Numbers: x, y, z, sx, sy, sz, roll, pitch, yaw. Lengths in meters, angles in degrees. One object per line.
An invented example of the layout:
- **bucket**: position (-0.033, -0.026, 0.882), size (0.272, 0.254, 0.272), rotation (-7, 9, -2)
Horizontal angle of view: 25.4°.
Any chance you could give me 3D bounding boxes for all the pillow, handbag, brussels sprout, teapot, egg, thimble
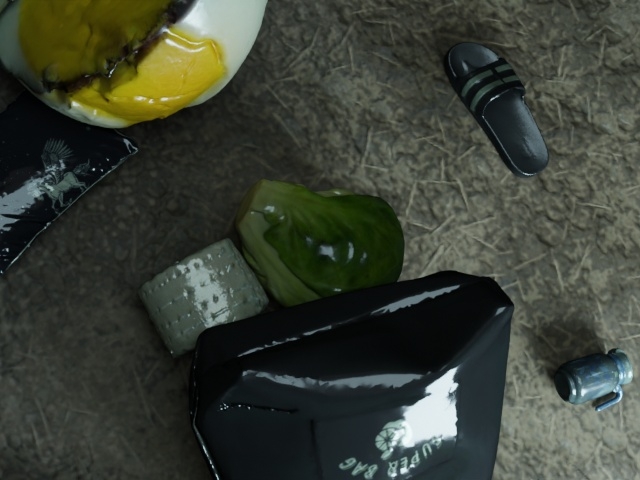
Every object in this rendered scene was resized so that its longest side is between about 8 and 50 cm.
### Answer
- **pillow**: position (-0.308, -0.073, 1.476), size (0.141, 0.055, 0.208), rotation (41, 69, 5)
- **handbag**: position (0.041, 0.202, 1.436), size (0.342, 0.152, 0.288), rotation (-13, 115, -17)
- **brussels sprout**: position (0.001, 0.008, 1.501), size (0.183, 0.131, 0.145), rotation (2, 71, -19)
- **teapot**: position (0.310, 0.160, 1.596), size (0.083, 0.049, 0.063), rotation (-15, 81, -19)
- **egg**: position (-0.166, -0.263, 1.469), size (0.201, 0.337, 0.337), rotation (31, 64, -51)
- **thimble**: position (-0.121, 0.061, 1.469), size (0.115, 0.102, 0.090), rotation (-31, 85, 11)

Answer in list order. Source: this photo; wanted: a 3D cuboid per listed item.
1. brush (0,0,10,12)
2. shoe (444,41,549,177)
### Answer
- **brush**: position (-0.357, -0.213, 1.457), size (0.020, 0.085, 0.336), rotation (29, 84, -46)
- **shoe**: position (0.214, -0.159, 1.646), size (0.071, 0.049, 0.179), rotation (-28, 86, -21)
